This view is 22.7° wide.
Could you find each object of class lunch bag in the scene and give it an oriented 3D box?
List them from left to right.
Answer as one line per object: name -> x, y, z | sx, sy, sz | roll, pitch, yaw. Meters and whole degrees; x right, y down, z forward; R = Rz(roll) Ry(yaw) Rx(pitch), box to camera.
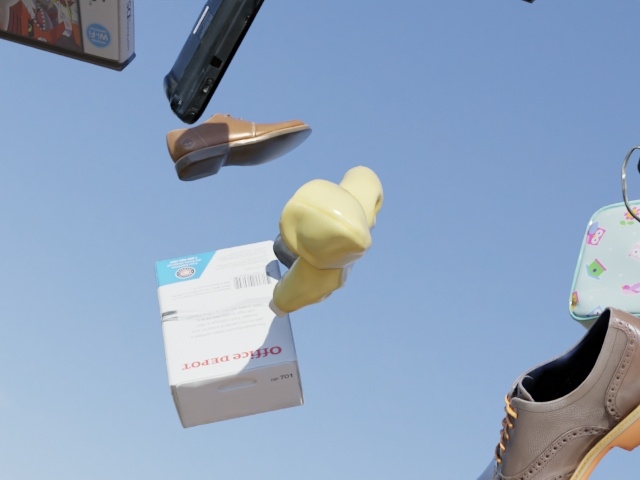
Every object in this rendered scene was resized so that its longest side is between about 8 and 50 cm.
lunch bag -> 0.502, 0.038, 2.248 | 0.279, 0.224, 0.108 | -5, -36, 36

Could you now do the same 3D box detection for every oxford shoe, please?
oxford shoe -> -0.107, -0.140, 2.113 | 0.076, 0.212, 0.076 | 63, -36, 21
oxford shoe -> 0.231, 0.212, 1.721 | 0.133, 0.363, 0.130 | 37, 17, -19

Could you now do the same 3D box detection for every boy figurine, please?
boy figurine -> 0.000, 0.000, 1.607 | 0.092, 0.177, 0.285 | 33, -1, 1

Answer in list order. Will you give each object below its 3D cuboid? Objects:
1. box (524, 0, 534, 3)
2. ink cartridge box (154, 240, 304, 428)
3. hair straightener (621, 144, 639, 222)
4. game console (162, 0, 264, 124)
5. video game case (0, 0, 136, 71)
box -> 0.329, -0.542, 2.016 | 0.097, 0.318, 0.395 | 13, -35, -31
ink cartridge box -> -0.102, 0.101, 1.754 | 0.140, 0.190, 0.082 | -10, -45, -2
hair straightener -> 0.378, 0.003, 1.605 | 0.047, 0.089, 0.230 | -35, -88, 40
game console -> -0.079, -0.300, 1.750 | 0.044, 0.361, 0.213 | 24, 18, -22
video game case -> -0.298, -0.297, 1.451 | 0.275, 0.035, 0.248 | 16, -50, 15
